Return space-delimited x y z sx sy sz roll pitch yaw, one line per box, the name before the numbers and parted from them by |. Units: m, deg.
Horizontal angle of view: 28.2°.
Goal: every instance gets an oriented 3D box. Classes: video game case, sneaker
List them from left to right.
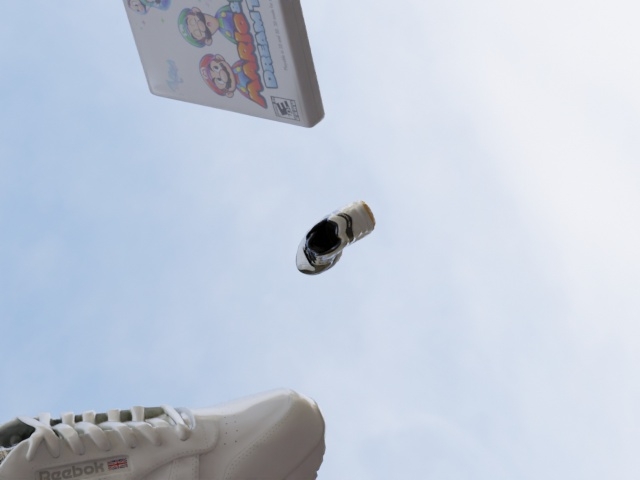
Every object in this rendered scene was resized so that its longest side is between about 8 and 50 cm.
sneaker | -0.107 0.120 0.619 0.235 0.090 0.095 -25 -78 -17
video game case | -0.069 -0.147 0.737 0.019 0.143 0.157 -38 -51 -35
sneaker | 0.000 0.000 0.835 0.037 0.083 0.032 -22 -105 -40
